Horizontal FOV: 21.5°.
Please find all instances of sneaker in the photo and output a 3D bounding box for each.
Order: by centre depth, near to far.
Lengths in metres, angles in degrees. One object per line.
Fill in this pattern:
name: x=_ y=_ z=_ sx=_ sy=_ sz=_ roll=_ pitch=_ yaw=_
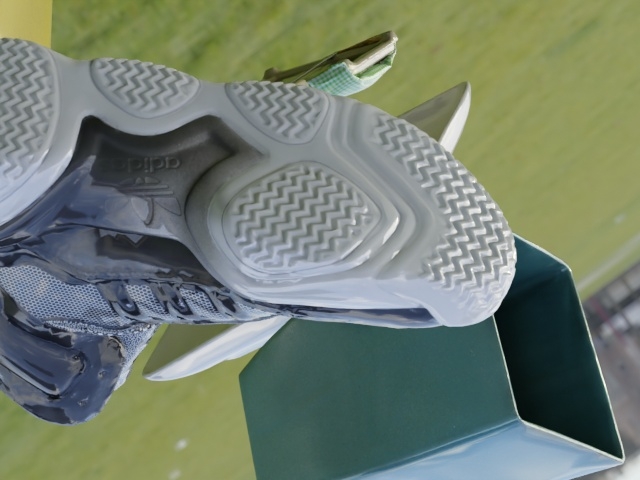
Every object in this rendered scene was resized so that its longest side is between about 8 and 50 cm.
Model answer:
sneaker: x=-0.057 y=0.011 z=0.715 sx=0.153 sy=0.269 sz=0.101 roll=98 pitch=8 yaw=-47

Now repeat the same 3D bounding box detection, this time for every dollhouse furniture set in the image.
dollhouse furniture set: x=-0.026 y=-0.111 z=1.922 sx=0.197 sy=0.151 sz=0.301 roll=-14 pitch=-166 yaw=31

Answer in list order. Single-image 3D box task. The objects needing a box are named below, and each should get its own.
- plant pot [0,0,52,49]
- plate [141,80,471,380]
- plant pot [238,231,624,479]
plant pot: x=-0.296 y=-0.183 z=1.142 sx=0.212 sy=0.212 sz=0.187 roll=0 pitch=156 yaw=-5
plate: x=0.000 y=0.000 z=1.421 sx=0.278 sy=0.045 sz=0.277 roll=-28 pitch=-159 yaw=31
plant pot: x=0.068 y=0.115 z=1.242 sx=0.234 sy=0.165 sz=0.165 roll=-27 pitch=150 yaw=26
